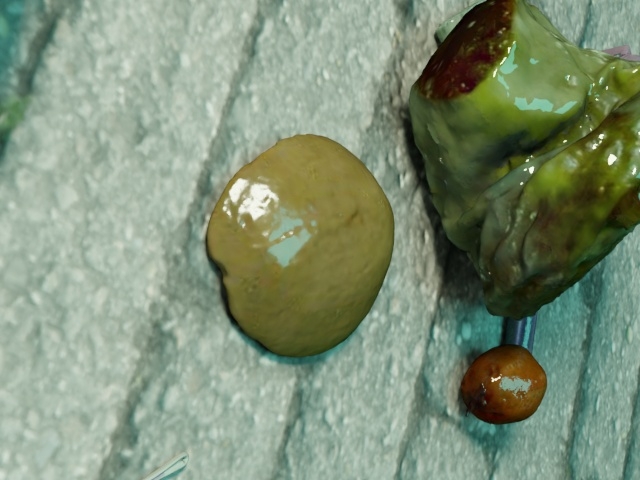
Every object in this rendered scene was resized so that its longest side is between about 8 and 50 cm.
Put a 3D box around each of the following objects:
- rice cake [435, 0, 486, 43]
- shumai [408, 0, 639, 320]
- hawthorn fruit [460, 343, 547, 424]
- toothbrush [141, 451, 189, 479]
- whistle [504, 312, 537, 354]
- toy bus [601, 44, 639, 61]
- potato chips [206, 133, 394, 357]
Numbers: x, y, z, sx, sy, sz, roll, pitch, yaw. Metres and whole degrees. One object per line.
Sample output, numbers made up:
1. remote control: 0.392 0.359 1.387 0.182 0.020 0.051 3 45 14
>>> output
1. rice cake: 0.183 -0.248 1.043 0.207 0.033 0.033 -40 109 -43
2. shumai: 0.212 -0.103 0.958 0.309 0.304 0.263 -42 83 -6
3. hawthorn fruit: 0.182 0.150 0.997 0.093 0.081 0.081 -14 100 -48
4. toothbrush: -0.136 0.179 0.674 0.131 0.013 0.011 -27 119 -48
5. whistle: 0.219 0.102 1.075 0.033 0.033 0.177 25 70 -46
6. toy bus: 0.315 -0.152 1.149 0.199 0.096 0.108 -31 107 -42
7. potato chips: 0.001 0.000 0.805 0.208 0.061 0.196 31 68 -47
